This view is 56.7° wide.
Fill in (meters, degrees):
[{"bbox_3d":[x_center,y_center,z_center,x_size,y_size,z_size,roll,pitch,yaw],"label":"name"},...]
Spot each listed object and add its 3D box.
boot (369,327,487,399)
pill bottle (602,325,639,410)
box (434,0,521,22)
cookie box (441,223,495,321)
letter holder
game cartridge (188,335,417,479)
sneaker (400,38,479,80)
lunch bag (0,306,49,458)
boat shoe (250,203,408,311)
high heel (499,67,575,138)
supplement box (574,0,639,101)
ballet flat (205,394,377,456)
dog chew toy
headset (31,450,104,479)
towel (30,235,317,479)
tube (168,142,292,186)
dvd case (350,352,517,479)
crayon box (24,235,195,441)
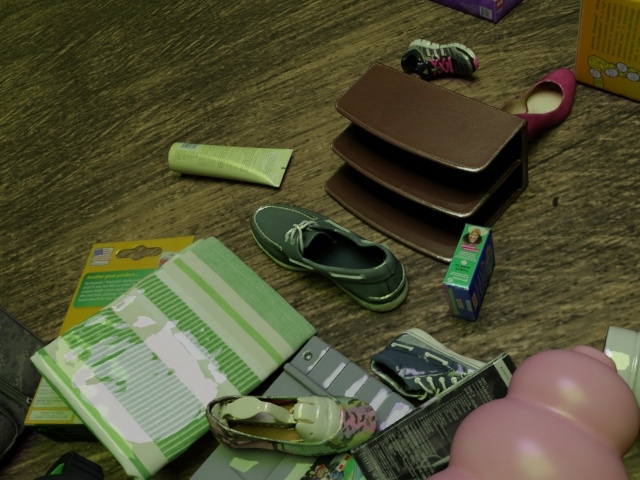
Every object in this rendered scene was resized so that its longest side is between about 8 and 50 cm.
[{"bbox_3d":[0.157,0.187,0.767,0.086,0.069,0.190,-28,37,-35],"label":"boot"},{"bbox_3d":[0.440,0.172,0.651,0.246,0.136,0.136,12,59,26],"label":"pill bottle"},{"bbox_3d":[0.338,-0.603,1.322,0.201,0.057,0.293,-41,52,-15],"label":"box"},{"bbox_3d":[0.215,0.046,0.851,0.040,0.092,0.107,11,58,28],"label":"cookie box"},{"bbox_3d":[0.147,-0.129,0.970,0.302,0.152,0.214,34,72,35],"label":"letter holder"},{"bbox_3d":[-0.037,0.315,0.756,0.230,0.068,0.355,28,67,38],"label":"game cartridge"},{"bbox_3d":[0.227,-0.346,1.164,0.170,0.063,0.075,27,66,38],"label":"sneaker"},{"bbox_3d":[-0.569,0.209,0.860,0.212,0.305,0.256,7,53,26],"label":"lunch bag"},{"bbox_3d":[0.000,0.000,0.952,0.319,0.099,0.116,29,68,33],"label":"boat shoe"},{"bbox_3d":[0.362,-0.240,1.001,0.082,0.117,0.244,33,70,35],"label":"high heel"},{"bbox_3d":[0.619,-0.326,0.931,0.194,0.195,0.356,-44,54,-16],"label":"supplement box"},{"bbox_3d":[-0.043,0.223,0.740,0.221,0.079,0.077,-4,52,16],"label":"ballet flat"},{"bbox_3d":[0.207,0.256,0.597,0.206,0.206,0.332,24,73,31],"label":"dog chew toy"},{"bbox_3d":[-0.315,0.403,0.656,0.243,0.185,0.394,-55,15,-4],"label":"headset"},{"bbox_3d":[-0.203,0.152,0.859,0.248,0.038,0.325,41,57,16],"label":"towel"},{"bbox_3d":[-0.178,-0.151,1.159,0.240,0.062,0.070,7,100,17],"label":"tube"},{"bbox_3d":[0.170,0.260,0.696,0.221,0.018,0.164,-31,86,-5],"label":"dvd case"},{"bbox_3d":[-0.308,0.151,0.952,0.203,0.083,0.323,-4,54,15],"label":"crayon box"}]
